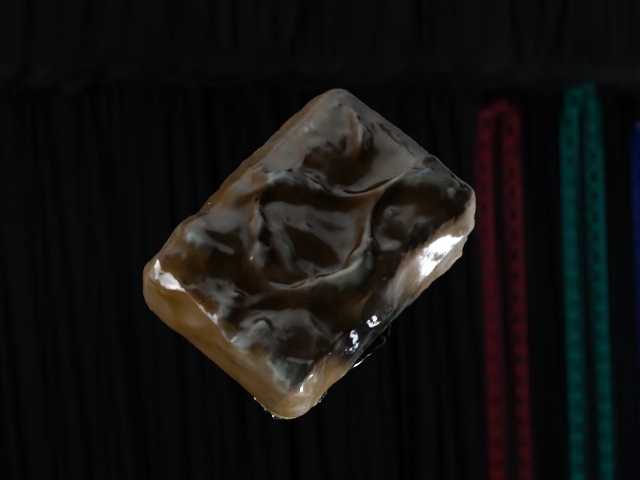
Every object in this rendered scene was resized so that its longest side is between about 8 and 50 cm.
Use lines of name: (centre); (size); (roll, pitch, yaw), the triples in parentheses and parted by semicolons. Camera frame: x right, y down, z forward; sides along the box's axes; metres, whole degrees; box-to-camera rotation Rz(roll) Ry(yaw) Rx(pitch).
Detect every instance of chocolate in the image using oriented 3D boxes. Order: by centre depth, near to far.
chocolate: (0.000, 0.000, 1.230); (0.214, 0.148, 0.093); (-47, 173, -22)
